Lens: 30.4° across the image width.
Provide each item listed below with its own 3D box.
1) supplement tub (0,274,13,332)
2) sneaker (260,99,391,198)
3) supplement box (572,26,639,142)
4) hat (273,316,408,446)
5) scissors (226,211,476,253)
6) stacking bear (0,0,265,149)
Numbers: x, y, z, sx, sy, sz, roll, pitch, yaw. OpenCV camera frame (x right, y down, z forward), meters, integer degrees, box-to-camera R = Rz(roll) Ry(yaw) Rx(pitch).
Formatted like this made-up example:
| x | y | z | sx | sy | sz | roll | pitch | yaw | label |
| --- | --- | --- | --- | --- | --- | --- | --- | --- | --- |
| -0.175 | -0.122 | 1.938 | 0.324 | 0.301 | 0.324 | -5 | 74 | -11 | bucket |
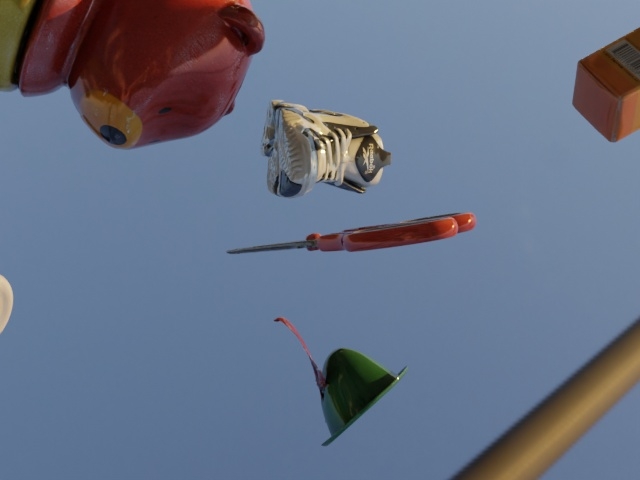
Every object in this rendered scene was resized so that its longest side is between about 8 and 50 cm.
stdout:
| x | y | z | sx | sy | sz | roll | pitch | yaw | label |
| --- | --- | --- | --- | --- | --- | --- | --- | --- | --- |
| -0.292 | 0.036 | 0.887 | 0.107 | 0.071 | 0.071 | 26 | -130 | 24 | supplement tub |
| 0.016 | -0.100 | 1.364 | 0.153 | 0.094 | 0.235 | 8 | -169 | -10 | sneaker |
| 0.398 | -0.205 | 1.317 | 0.233 | 0.078 | 0.080 | -27 | -124 | -13 | supplement box |
| 0.013 | 0.181 | 1.763 | 0.183 | 0.208 | 0.173 | 47 | -126 | 6 | hat |
| 0.000 | 0.000 | 1.030 | 0.297 | 0.021 | 0.109 | -6 | -174 | 36 | scissors |
| -0.173 | -0.146 | 0.649 | 0.289 | 0.175 | 0.164 | 25 | -122 | -8 | stacking bear |
